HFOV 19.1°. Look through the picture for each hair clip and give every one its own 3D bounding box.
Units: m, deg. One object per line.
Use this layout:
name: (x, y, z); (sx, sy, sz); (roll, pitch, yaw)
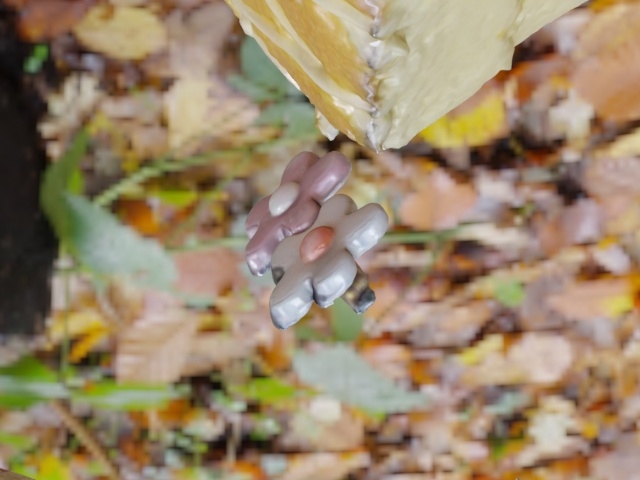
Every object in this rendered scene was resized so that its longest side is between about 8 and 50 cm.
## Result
hair clip: (-0.006, -0.004, 1.766); (0.075, 0.257, 0.146); (32, 104, -32)

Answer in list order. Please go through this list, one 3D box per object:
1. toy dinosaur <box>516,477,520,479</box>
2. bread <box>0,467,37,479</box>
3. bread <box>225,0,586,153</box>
toy dinosaur: (0.323, 0.344, 2.387); (0.180, 0.058, 0.037); (9, -164, 25)
bread: (-0.208, 0.334, 1.778); (0.338, 0.155, 0.187); (25, 144, -4)
bread: (0.027, -0.302, 1.130); (0.279, 0.390, 0.371); (-29, 158, -9)
